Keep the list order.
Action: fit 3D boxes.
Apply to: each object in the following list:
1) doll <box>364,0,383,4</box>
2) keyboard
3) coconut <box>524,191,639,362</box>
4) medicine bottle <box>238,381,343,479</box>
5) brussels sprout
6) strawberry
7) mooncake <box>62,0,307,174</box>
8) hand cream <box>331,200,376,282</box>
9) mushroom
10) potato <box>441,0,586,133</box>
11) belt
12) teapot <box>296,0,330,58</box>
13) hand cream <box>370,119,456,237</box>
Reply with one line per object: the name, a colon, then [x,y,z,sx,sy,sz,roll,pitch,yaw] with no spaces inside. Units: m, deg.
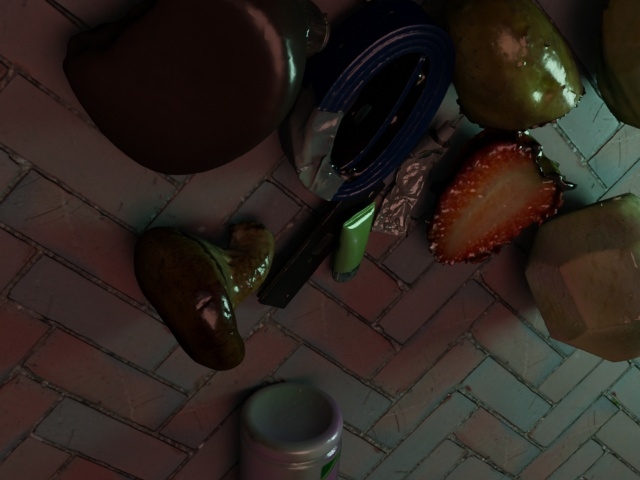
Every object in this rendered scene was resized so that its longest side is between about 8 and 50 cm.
doll: [0.140,-0.471,1.347,0.091,0.067,0.219,24,106,-42]
keyboard: [0.000,0.000,1.582,0.317,0.027,0.106,-51,152,10]
coconut: [0.607,0.085,1.772,0.353,0.352,0.352,-12,124,-18]
medicine bottle: [-0.066,0.481,1.753,0.212,0.212,0.325,-9,122,-21]
brussels sprout: [0.633,-0.346,1.545,0.344,0.344,0.268,29,138,-36]
strawberry: [0.314,-0.097,1.642,0.306,0.137,0.233,-38,119,25]
mooncake: [-0.193,-0.258,1.220,0.334,0.174,0.325,17,123,-4]
hand cream: [0.059,0.008,1.599,0.095,0.046,0.175,-33,148,-36]
mushroom: [-0.196,0.079,1.423,0.267,0.267,0.254,32,102,-36]
potato: [0.302,-0.329,1.416,0.229,0.229,0.266,-39,142,2]
belt: [0.074,-0.231,1.407,0.213,0.117,0.347,18,120,-35]
teapot: [-0.042,-0.316,1.334,0.108,0.111,0.149,-4,115,-46]
hand cream: [0.181,-0.118,1.601,0.084,0.050,0.256,11,120,-28]
